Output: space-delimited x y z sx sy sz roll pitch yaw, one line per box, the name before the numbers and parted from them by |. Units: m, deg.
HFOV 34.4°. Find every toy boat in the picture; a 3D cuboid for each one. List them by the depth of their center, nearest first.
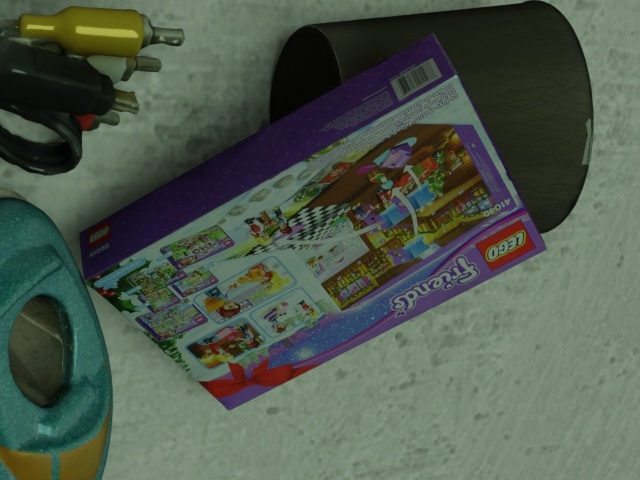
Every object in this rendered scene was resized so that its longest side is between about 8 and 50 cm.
toy boat | -0.223 0.133 0.646 0.318 0.148 0.268 -57 142 -51

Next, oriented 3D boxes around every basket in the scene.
basket | 0.086 -0.107 0.851 0.226 0.154 0.204 0 84 -28

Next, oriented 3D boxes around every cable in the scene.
cable | -0.236 -0.123 0.674 0.287 0.072 0.139 14 134 -37

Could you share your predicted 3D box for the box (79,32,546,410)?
box | 0.000 0.000 0.771 0.293 0.057 0.201 -28 134 10
